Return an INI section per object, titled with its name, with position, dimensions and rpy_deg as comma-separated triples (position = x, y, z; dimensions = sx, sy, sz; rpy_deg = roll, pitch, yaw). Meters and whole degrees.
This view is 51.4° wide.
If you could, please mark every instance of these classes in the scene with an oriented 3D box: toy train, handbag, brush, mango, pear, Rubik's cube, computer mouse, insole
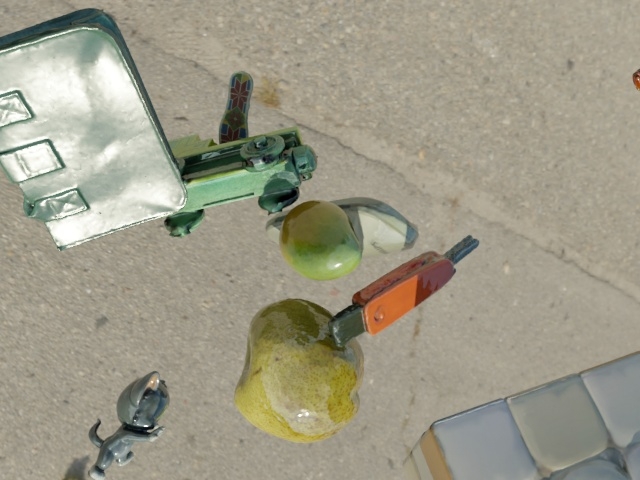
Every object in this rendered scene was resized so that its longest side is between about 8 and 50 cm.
[toy train]
position = -0.179, -0.139, 1.301
dimensions = 0.237, 0.369, 0.150
rpy_deg = -83, 158, -57
[handbag]
position = -0.350, -0.150, 0.960
dimensions = 0.239, 0.089, 0.326
rpy_deg = -19, 131, -3
[brush]
position = 0.145, 0.072, 1.070
dimensions = 0.323, 0.051, 0.070
rpy_deg = -32, 121, -26
[mango]
position = 0.000, 0.000, 1.077
dimensions = 0.130, 0.195, 0.092
rpy_deg = -47, 126, -12
[pear]
position = -0.026, 0.216, 1.103
dimensions = 0.212, 0.188, 0.228
rpy_deg = 13, 94, -8
[Rubik's cube]
position = 0.351, 0.409, 0.975
dimensions = 0.347, 0.346, 0.344
rpy_deg = -14, 155, -9
[computer mouse]
position = 0.039, -0.008, 1.341
dimensions = 0.197, 0.331, 0.094
rpy_deg = 34, 58, -43
[insole]
position = -0.175, -0.253, 1.375
dimensions = 0.006, 0.065, 0.193
rpy_deg = -64, 167, -70

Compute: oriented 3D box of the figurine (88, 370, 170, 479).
[figurine]
position = -0.458, 0.438, 1.590
dimensions = 0.265, 0.193, 0.140
rpy_deg = -42, 90, -14

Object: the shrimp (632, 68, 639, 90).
[shrimp]
position = 0.417, -0.236, 0.785
dimensions = 0.124, 0.034, 0.178
rpy_deg = -31, 111, 1
